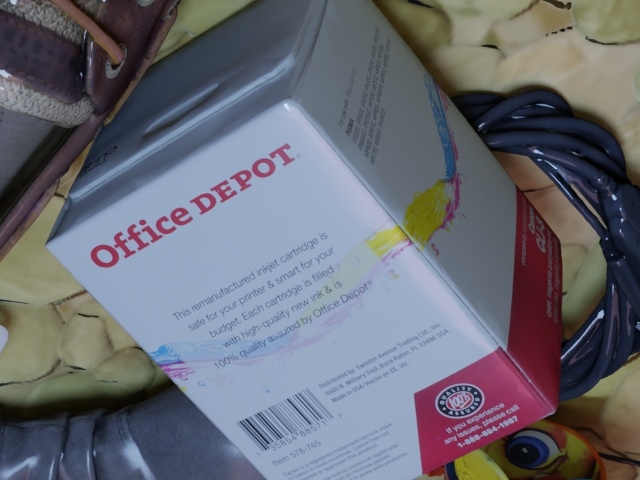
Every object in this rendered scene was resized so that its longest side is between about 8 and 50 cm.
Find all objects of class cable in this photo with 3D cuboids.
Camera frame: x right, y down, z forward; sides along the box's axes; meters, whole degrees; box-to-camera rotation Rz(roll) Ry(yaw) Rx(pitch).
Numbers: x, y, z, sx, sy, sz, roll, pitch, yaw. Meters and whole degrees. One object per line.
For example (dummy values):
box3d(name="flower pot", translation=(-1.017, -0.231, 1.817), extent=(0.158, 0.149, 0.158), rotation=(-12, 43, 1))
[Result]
box3d(name="cable", translation=(0.084, 0.003, 0.839), extent=(0.150, 0.047, 0.184), rotation=(-27, 124, 31))

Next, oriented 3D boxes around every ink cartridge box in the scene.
box3d(name="ink cartridge box", translation=(0.000, 0.000, 0.733), extent=(0.128, 0.127, 0.176), rotation=(-28, 117, 26))

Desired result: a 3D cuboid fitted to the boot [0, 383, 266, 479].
box3d(name="boot", translation=(-0.060, 0.196, 0.979), extent=(0.222, 0.118, 0.338), rotation=(-13, 124, 10))

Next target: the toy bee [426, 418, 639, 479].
box3d(name="toy bee", translation=(0.100, 0.162, 0.906), extent=(0.162, 0.298, 0.195), rotation=(21, 119, 27))

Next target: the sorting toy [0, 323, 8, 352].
box3d(name="sorting toy", translation=(-0.193, 0.053, 0.848), extent=(0.075, 0.045, 0.083), rotation=(-43, 104, 2))

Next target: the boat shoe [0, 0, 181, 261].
box3d(name="boat shoe", translation=(-0.105, -0.091, 0.665), extent=(0.123, 0.123, 0.342), rotation=(23, 128, -26))
